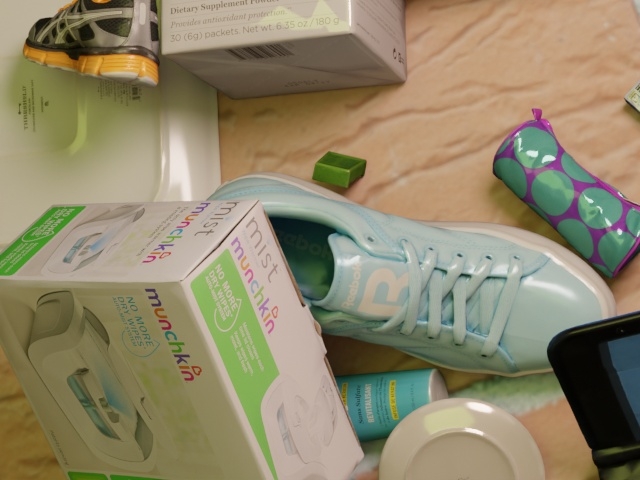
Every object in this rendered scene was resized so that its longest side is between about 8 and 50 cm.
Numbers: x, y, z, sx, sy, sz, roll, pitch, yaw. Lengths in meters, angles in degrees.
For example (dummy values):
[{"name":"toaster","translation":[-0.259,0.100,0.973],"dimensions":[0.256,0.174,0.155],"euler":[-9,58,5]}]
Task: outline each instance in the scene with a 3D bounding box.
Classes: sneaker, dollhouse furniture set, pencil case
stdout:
[{"name":"sneaker","translation":[-0.194,-0.183,1.627],"dimensions":[0.215,0.084,0.083],"euler":[16,98,56]},{"name":"dollhouse furniture set","translation":[0.000,0.000,1.656],"dimensions":[0.076,0.058,0.152],"euler":[13,104,12]},{"name":"pencil case","translation":[0.216,-0.039,1.572],"dimensions":[0.151,0.064,0.070],"euler":[42,111,19]},{"name":"sneaker","translation":[0.060,0.043,1.540],"dimensions":[0.366,0.150,0.135],"euler":[13,105,11]}]

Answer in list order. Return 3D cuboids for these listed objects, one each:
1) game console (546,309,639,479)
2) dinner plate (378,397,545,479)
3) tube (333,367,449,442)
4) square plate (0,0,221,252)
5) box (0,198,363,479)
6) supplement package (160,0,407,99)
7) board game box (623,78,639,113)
[{"name":"game console","translation":[0.351,0.169,1.438],"dimensions":[0.293,0.173,0.250],"euler":[-15,76,15]},{"name":"dinner plate","translation":[0.118,0.202,1.561],"dimensions":[0.141,0.017,0.141],"euler":[2,104,7]},{"name":"tube","translation":[0.008,0.150,1.619],"dimensions":[0.207,0.052,0.080],"euler":[-10,69,21]},{"name":"square plate","translation":[-0.262,-0.126,1.747],"dimensions":[0.344,0.049,0.347],"euler":[-5,79,17]},{"name":"box","translation":[-0.120,0.105,1.525],"dimensions":[0.231,0.127,0.262],"euler":[1,123,36]},{"name":"supplement package","translation":[-0.032,-0.291,1.634],"dimensions":[0.177,0.175,0.293],"euler":[-5,79,18]},{"name":"board game box","translation":[0.321,-0.124,1.576],"dimensions":[0.090,0.020,0.090],"euler":[-47,70,5]}]
